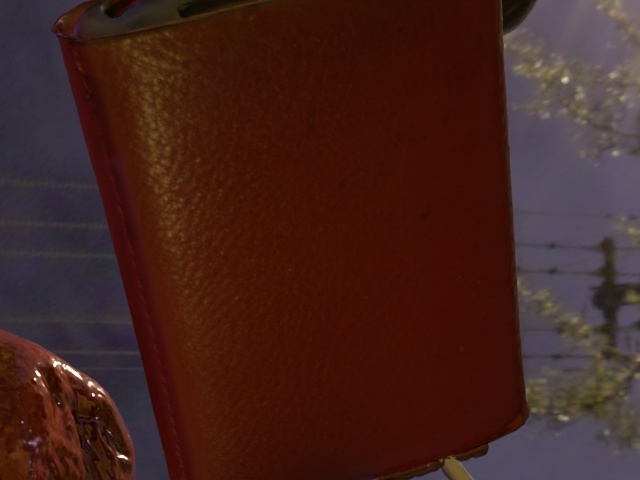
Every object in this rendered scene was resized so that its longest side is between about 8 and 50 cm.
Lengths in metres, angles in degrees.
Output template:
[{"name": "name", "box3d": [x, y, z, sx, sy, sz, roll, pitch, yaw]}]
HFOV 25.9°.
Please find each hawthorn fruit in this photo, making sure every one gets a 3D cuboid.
[{"name": "hawthorn fruit", "box3d": [-0.165, 0.124, 0.663, 0.173, 0.179, 0.173, 1, -100, -5]}]

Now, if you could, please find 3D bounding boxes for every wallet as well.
[{"name": "wallet", "box3d": [0.000, 0.000, 0.481, 0.142, 0.045, 0.204, -15, -56, -10]}]

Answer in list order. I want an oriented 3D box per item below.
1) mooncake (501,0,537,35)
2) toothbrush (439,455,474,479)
[{"name": "mooncake", "box3d": [0.074, -0.244, 0.734, 0.154, 0.306, 0.306, 20, -107, 11]}, {"name": "toothbrush", "box3d": [0.026, 0.072, 0.690, 0.263, 0.022, 0.026, 39, -93, 9]}]
